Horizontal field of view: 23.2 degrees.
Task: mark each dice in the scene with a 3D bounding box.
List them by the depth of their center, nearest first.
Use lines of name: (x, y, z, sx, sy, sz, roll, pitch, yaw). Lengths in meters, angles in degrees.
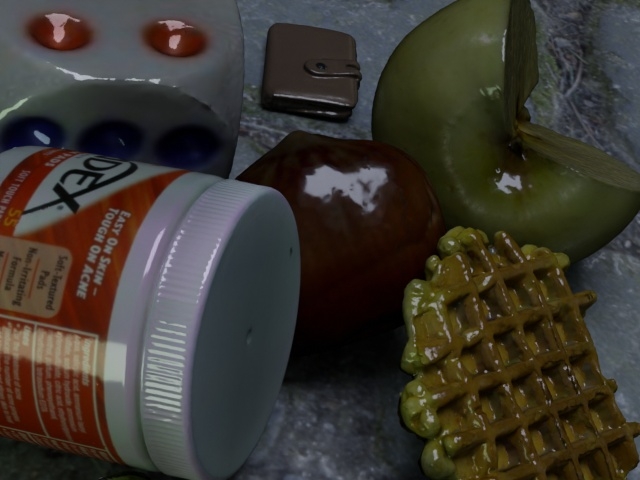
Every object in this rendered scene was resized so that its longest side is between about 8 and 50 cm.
dice: (-0.229, -0.140, 1.553, 0.259, 0.243, 0.251, 4, 42, -17)

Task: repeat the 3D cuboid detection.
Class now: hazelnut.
hazelnut: (0.000, 0.000, 1.479, 0.229, 0.229, 0.229, 9, 41, -8)

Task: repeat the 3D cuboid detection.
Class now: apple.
apple: (0.177, -0.100, 1.623, 0.295, 0.233, 0.258, 55, 11, -11)

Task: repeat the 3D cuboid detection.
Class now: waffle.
waffle: (0.188, 0.132, 1.422, 0.281, 0.058, 0.301, 16, 60, -34)

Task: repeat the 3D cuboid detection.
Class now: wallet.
wallet: (-0.010, -0.203, 1.844, 0.118, 0.039, 0.152, 7, 40, -7)

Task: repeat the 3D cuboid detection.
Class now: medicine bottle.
medicine bottle: (-0.169, 0.058, 1.305, 0.241, 0.252, 0.252, 11, 39, 16)

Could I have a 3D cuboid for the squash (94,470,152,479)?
squash: (-0.134, 0.280, 1.224, 0.095, 0.095, 0.188, -13, 51, -29)
